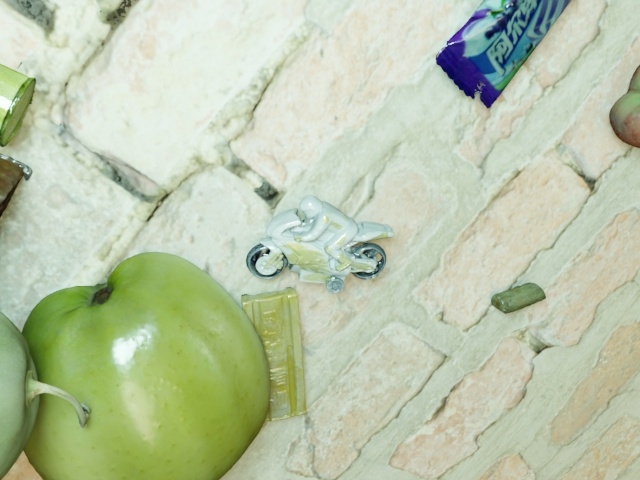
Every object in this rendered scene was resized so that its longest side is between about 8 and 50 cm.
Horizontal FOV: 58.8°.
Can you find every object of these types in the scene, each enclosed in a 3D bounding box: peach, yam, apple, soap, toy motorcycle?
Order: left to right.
[{"bbox_3d":[-0.276,0.218,0.854,0.320,0.311,0.361,-41,120,-44],"label":"apple"},{"bbox_3d":[-0.077,0.200,0.960,0.092,0.037,0.252,-9,115,-12],"label":"soap"},{"bbox_3d":[0.000,0.000,0.879,0.228,0.074,0.151,1,117,-7],"label":"toy motorcycle"},{"bbox_3d":[0.367,0.106,1.052,0.094,0.043,0.043,-20,117,-10],"label":"yam"},{"bbox_3d":[0.560,-0.217,0.931,0.151,0.152,0.152,-6,114,-14],"label":"peach"}]

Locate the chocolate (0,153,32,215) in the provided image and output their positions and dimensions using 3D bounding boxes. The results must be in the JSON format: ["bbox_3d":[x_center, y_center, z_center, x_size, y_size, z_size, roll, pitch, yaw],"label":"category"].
[{"bbox_3d":[-0.493,0.023,0.717,0.111,0.112,0.321,28,102,-28],"label":"chocolate"}]

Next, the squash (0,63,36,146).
[{"bbox_3d":[-0.460,-0.191,0.659,0.224,0.094,0.094,21,105,-17],"label":"squash"}]

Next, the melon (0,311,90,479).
[{"bbox_3d":[-0.454,0.179,0.600,0.307,0.272,0.272,-28,118,-12],"label":"melon"}]

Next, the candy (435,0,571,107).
[{"bbox_3d":[0.287,-0.337,0.827,0.145,0.070,0.275,30,99,-34],"label":"candy"}]
